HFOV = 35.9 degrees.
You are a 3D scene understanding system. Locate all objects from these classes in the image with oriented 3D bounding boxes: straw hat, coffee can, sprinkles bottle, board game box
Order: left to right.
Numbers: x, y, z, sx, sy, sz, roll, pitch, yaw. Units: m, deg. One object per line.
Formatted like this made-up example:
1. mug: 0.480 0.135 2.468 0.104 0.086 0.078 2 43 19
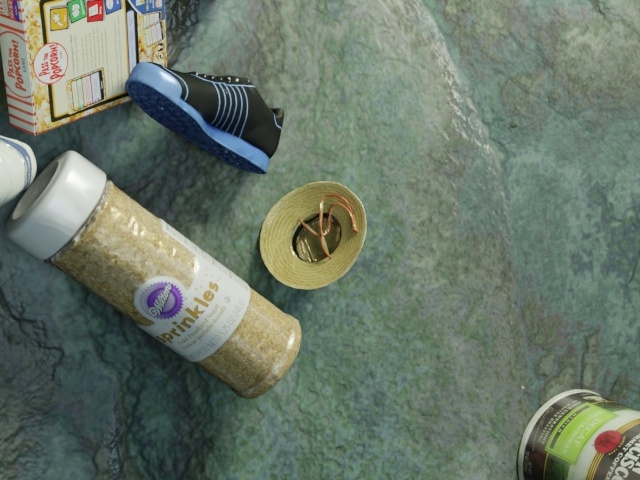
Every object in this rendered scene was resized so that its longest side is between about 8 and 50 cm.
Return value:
1. board game box: -0.247 -0.211 1.053 0.193 0.045 0.146 -31 133 -45
2. sprinkles bottle: -0.184 0.046 1.146 0.355 0.121 0.121 39 80 -25
3. straw hat: 0.000 0.000 1.257 0.144 0.145 0.061 -63 158 -5
4. coffee can: 0.442 0.343 1.400 0.202 0.275 0.201 -4 98 -25

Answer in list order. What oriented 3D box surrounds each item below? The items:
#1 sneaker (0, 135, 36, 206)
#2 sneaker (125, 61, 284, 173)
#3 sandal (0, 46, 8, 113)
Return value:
1. sneaker: -0.428 -0.075 0.987 0.297 0.131 0.111 13 105 14
2. sneaker: -0.128 -0.161 1.145 0.232 0.081 0.090 34 71 -51
3. sandal: -0.323 -0.231 1.058 0.303 0.086 0.120 -45 113 -13
